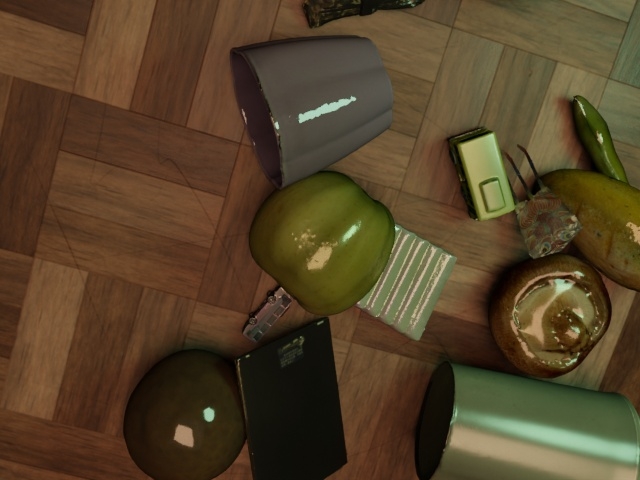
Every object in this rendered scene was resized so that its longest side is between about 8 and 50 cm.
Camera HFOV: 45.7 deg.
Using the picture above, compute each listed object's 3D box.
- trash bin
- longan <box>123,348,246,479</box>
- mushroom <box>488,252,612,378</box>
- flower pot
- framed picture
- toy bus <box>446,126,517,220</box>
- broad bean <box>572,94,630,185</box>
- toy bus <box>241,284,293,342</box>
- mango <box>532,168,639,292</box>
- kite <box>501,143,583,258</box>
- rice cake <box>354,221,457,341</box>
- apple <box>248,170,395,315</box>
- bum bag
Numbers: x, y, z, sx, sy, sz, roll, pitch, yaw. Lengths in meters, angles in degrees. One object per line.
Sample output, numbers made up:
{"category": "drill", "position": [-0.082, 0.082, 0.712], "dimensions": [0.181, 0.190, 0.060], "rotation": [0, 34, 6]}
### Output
{"category": "trash bin", "position": [0.430, 0.411, 1.526], "dimensions": [0.431, 0.280, 0.281], "rotation": [14, 101, -3]}
{"category": "longan", "position": [-0.255, 0.349, 1.485], "dimensions": [0.257, 0.258, 0.258], "rotation": [-1, 102, -4]}
{"category": "mushroom", "position": [0.458, 0.149, 1.527], "dimensions": [0.253, 0.153, 0.253], "rotation": [0, 93, -4]}
{"category": "flower pot", "position": [-0.008, -0.249, 1.367], "dimensions": [0.243, 0.265, 0.265], "rotation": [-18, 103, -11]}
{"category": "framed picture", "position": [-0.050, 0.351, 1.526], "dimensions": [0.255, 0.014, 0.339], "rotation": [-20, 108, -43]}
{"category": "toy bus", "position": [0.316, -0.126, 1.489], "dimensions": [0.088, 0.101, 0.175], "rotation": [-19, 104, 0]}
{"category": "broad bean", "position": [0.577, -0.153, 1.519], "dimensions": [0.075, 0.067, 0.325], "rotation": [-45, 112, -31]}
{"category": "toy bus", "position": [-0.107, 0.148, 1.550], "dimensions": [0.052, 0.037, 0.131], "rotation": [39, 98, -13]}
{"category": "mango", "position": [0.571, -0.030, 1.475], "dimensions": [0.329, 0.175, 0.176], "rotation": [48, 121, 8]}
{"category": "kite", "position": [0.419, -0.083, 1.483], "dimensions": [0.127, 0.016, 0.229], "rotation": [-33, 73, 40]}
{"category": "rice cake", "position": [0.169, 0.084, 1.555], "dimensions": [0.189, 0.037, 0.198], "rotation": [30, 99, -10]}
{"category": "apple", "position": [0.000, 0.000, 1.434], "dimensions": [0.279, 0.279, 0.279], "rotation": [-1, 102, -4]}
{"category": "bum bag", "position": [0.085, -0.471, 1.415], "dimensions": [0.247, 0.069, 0.102], "rotation": [-14, 138, -2]}
